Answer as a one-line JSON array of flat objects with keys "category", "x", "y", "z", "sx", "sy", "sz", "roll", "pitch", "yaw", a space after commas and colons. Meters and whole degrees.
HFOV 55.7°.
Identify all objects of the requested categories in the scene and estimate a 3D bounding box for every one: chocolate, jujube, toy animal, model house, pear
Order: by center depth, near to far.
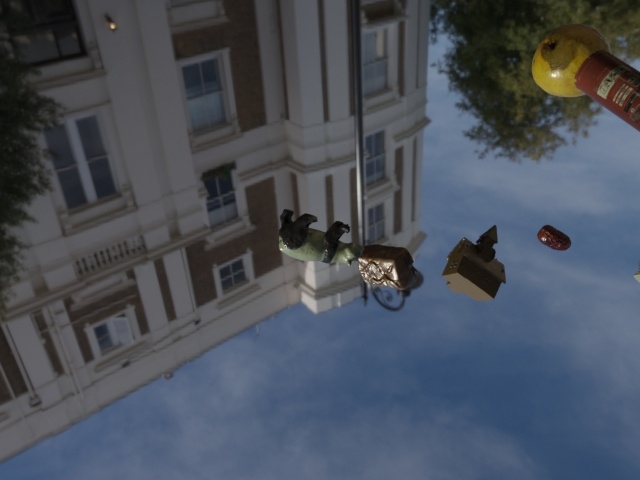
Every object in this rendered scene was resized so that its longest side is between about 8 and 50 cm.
[{"category": "toy animal", "x": 0.000, "y": 0.000, "z": 1.551, "sx": 0.225, "sy": 0.121, "sz": 0.094, "roll": 13, "pitch": -176, "yaw": -10}, {"category": "pear", "x": 0.694, "y": -0.501, "z": 1.690, "sx": 0.209, "sy": 0.209, "sz": 0.209, "roll": -3, "pitch": -148, "yaw": 2}, {"category": "model house", "x": 0.525, "y": 0.055, "z": 2.021, "sx": 0.248, "sy": 0.181, "sz": 0.176, "roll": -59, "pitch": -166, "yaw": -17}, {"category": "chocolate", "x": 0.230, "y": 0.098, "z": 2.140, "sx": 0.093, "sy": 0.148, "sz": 0.214, "roll": -38, "pitch": -153, "yaw": -31}, {"category": "jujube", "x": 0.875, "y": -0.007, "z": 2.266, "sx": 0.129, "sy": 0.077, "sz": 0.077, "roll": 27, "pitch": -147, "yaw": -5}]

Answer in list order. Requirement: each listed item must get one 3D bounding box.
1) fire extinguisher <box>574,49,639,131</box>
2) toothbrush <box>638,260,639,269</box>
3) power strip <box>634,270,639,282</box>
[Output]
[{"category": "fire extinguisher", "x": 0.701, "y": -0.299, "z": 1.332, "sx": 0.147, "sy": 0.106, "sz": 0.337, "roll": -5, "pitch": -137, "yaw": -29}, {"category": "toothbrush", "x": 1.109, "y": 0.027, "z": 1.833, "sx": 0.294, "sy": 0.026, "sz": 0.028, "roll": -21, "pitch": -124, "yaw": 12}, {"category": "power strip", "x": 0.982, "y": 0.126, "z": 1.621, "sx": 0.213, "sy": 0.198, "sz": 0.064, "roll": 41, "pitch": -103, "yaw": -1}]
